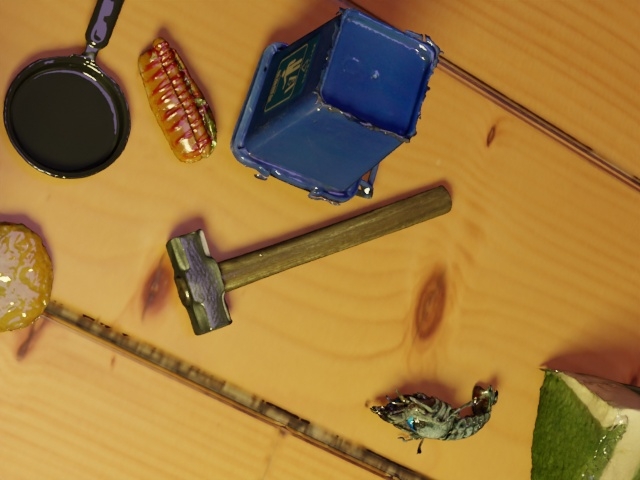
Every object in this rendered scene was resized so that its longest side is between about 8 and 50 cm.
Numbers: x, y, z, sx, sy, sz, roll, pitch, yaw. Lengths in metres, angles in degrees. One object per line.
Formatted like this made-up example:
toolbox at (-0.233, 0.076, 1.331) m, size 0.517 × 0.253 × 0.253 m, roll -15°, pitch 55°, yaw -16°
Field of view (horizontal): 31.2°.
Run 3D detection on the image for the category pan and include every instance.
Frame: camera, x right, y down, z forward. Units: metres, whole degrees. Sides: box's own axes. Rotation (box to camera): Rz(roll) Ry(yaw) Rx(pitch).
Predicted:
pan at (-0.257, -0.177, 1.243) m, size 0.136 × 0.028 × 0.235 m, roll 23°, pitch 76°, yaw -20°

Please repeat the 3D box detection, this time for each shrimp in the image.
shrimp at (0.139, 0.207, 1.332) m, size 0.174 × 0.082 × 0.076 m, roll 0°, pitch 77°, yaw -31°

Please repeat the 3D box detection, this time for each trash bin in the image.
trash bin at (0.026, -0.144, 1.248) m, size 0.184 × 0.234 × 0.162 m, roll 21°, pitch 73°, yaw -17°

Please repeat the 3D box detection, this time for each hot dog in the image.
hot dog at (-0.159, -0.156, 1.278) m, size 0.062 × 0.038 × 0.144 m, roll -23°, pitch 91°, yaw -25°

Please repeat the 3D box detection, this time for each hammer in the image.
hammer at (0.000, 0.000, 1.329) m, size 0.365 × 0.043 × 0.111 m, roll -19°, pitch 88°, yaw -27°

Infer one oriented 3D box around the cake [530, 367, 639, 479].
cake at (0.346, 0.302, 1.362) m, size 0.158 × 0.172 × 0.283 m, roll 14°, pitch 78°, yaw -19°

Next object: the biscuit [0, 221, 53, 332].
biscuit at (-0.392, 0.045, 1.149) m, size 0.247 × 0.029 × 0.118 m, roll -7°, pitch 87°, yaw -25°
